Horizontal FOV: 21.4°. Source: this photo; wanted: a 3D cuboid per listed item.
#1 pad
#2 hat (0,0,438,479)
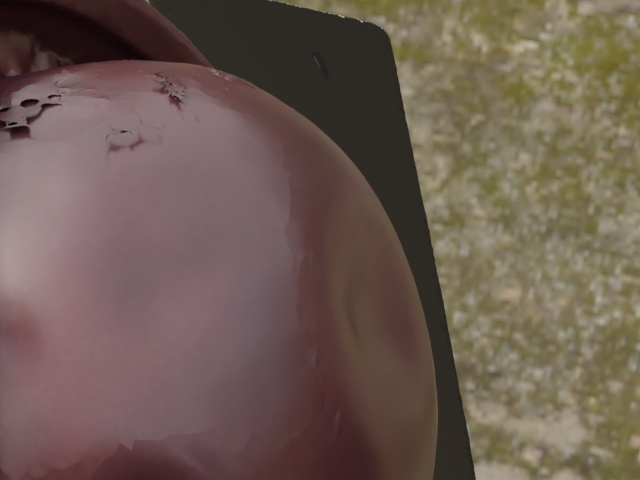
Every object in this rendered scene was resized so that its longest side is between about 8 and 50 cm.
[{"bbox_3d":[0.000,0.000,0.813,0.159,0.265,0.009,20,45,41],"label":"pad"},{"bbox_3d":[-0.027,0.028,0.369,0.089,0.205,0.205,-18,29,26],"label":"hat"}]
